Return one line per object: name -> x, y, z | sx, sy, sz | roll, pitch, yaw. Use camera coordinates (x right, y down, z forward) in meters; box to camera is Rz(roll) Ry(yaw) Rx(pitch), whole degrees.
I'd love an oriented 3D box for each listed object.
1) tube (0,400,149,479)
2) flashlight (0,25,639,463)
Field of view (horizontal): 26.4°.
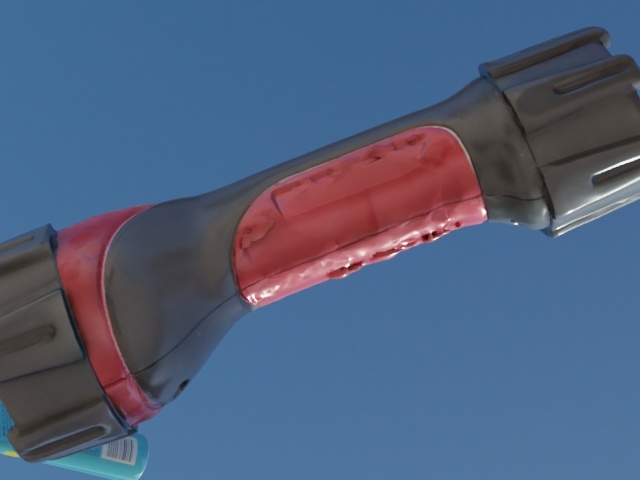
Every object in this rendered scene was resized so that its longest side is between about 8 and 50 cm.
tube -> -0.271, 0.196, 1.364 | 0.052, 0.207, 0.080 | -51, -143, 22
flashlight -> 0.000, 0.000, 0.596 | 0.304, 0.103, 0.103 | -20, -101, 0
